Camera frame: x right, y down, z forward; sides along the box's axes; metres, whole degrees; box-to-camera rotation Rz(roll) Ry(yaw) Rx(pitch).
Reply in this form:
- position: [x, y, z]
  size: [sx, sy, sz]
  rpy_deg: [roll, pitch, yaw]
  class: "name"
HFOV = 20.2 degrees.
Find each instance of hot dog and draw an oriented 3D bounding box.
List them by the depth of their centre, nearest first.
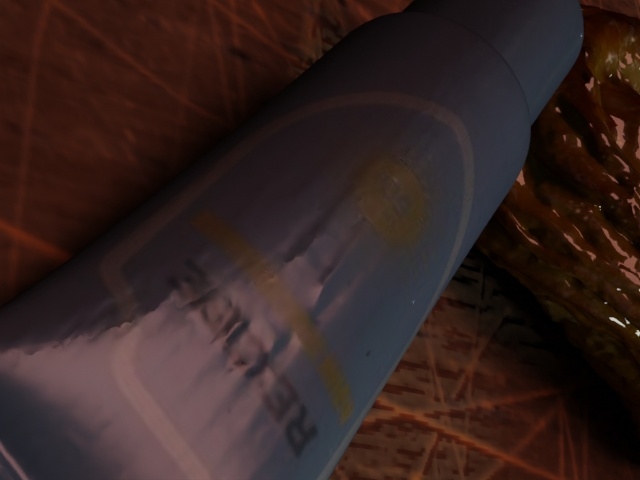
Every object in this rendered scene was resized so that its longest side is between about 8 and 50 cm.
- position: [0.161, 0.000, 0.870]
  size: [0.259, 0.114, 0.175]
  rpy_deg: [44, 36, -36]
  class: "hot dog"

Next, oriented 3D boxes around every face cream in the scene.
- position: [0.000, 0.000, 0.633]
  size: [0.135, 0.086, 0.385]
  rpy_deg: [55, 40, -13]
  class: "face cream"
